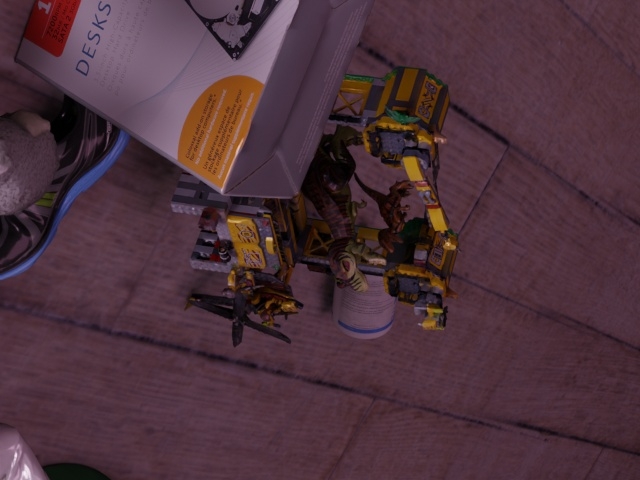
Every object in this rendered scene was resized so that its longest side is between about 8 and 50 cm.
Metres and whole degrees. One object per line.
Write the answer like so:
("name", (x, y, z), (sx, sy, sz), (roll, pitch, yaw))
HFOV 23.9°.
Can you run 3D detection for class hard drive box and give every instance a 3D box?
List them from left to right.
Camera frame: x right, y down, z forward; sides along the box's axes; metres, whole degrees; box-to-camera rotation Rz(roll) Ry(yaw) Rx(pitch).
("hard drive box", (-0.093, -0.161, 1.102), (0.089, 0.232, 0.181), (0, 116, -54))

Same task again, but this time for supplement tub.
("supplement tub", (0.050, 0.047, 1.644), (0.071, 0.071, 0.107), (-30, 140, -38))

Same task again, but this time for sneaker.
("sneaker", (-0.230, -0.045, 1.188), (0.188, 0.067, 0.078), (-53, 127, -6))

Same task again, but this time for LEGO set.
("LEGO set", (0.000, 0.000, 1.349), (0.331, 0.255, 0.192), (92, 14, -57))

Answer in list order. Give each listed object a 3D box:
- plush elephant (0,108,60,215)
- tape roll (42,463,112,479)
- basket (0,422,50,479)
("plush elephant", (-0.276, -0.188, 0.817), (0.272, 0.330, 0.255), (61, 45, -73))
("tape roll", (-0.287, 0.370, 1.449), (0.321, 0.077, 0.321), (-35, 142, -34))
("basket", (-0.319, 0.357, 1.088), (0.331, 0.266, 0.328), (-34, 100, -36))
